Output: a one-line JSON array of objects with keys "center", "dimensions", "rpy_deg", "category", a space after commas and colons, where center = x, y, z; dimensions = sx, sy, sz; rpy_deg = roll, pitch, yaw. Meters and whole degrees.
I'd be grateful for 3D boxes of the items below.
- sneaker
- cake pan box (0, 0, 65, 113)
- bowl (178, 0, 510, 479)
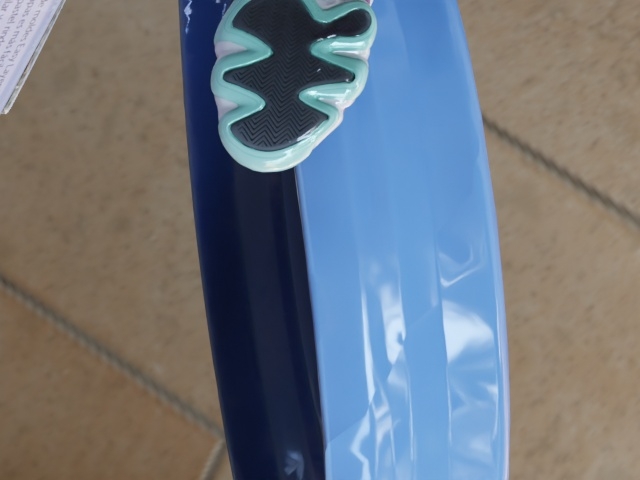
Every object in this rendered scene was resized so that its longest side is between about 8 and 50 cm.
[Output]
[{"center": [-0.006, -0.054, 0.464], "dimensions": [0.038, 0.069, 0.098], "rpy_deg": [17, 70, -3], "category": "sneaker"}, {"center": [-0.170, -0.050, 0.417], "dimensions": [0.070, 0.246, 0.267], "rpy_deg": [51, 129, 22], "category": "cake pan box"}, {"center": [0.000, 0.000, 0.810], "dimensions": [0.077, 0.391, 0.391], "rpy_deg": [-6, 106, -9], "category": "bowl"}]
